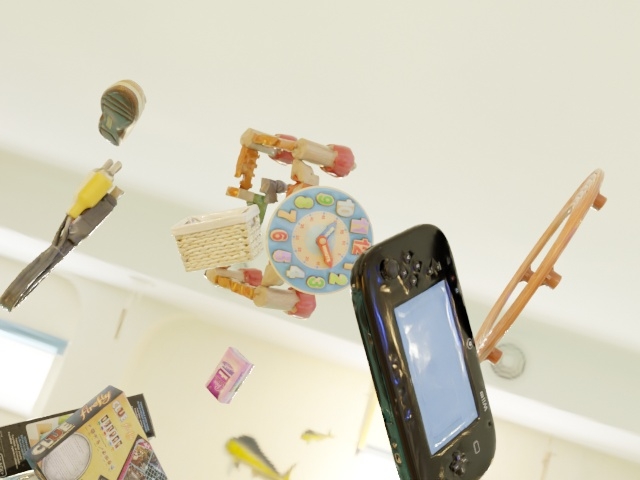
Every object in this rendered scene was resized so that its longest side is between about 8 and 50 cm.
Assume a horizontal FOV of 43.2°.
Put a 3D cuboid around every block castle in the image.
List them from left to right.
[{"bbox_3d":[-0.091,-0.048,2.064,0.213,0.453,0.303,13,2,-44],"label":"block castle"}]

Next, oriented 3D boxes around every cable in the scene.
[{"bbox_3d":[-0.413,-0.009,1.272,0.072,0.287,0.139,45,-25,-11],"label":"cable"}]

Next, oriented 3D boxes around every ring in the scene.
[{"bbox_3d":[0.297,0.049,1.113,0.032,0.336,0.336,33,-16,8],"label":"ring"}]

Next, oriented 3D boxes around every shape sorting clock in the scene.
[{"bbox_3d":[0.000,0.000,1.518,0.206,0.206,0.040,23,-3,-11],"label":"shape sorting clock"}]

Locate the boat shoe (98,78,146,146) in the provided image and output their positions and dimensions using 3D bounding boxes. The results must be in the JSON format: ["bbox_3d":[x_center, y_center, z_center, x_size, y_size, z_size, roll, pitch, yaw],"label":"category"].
[{"bbox_3d":[-0.313,-0.220,1.305,0.068,0.072,0.190,44,-27,-10],"label":"boat shoe"}]

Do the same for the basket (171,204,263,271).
[{"bbox_3d":[-0.209,-0.004,1.683,0.167,0.103,0.113,-9,11,11],"label":"basket"}]

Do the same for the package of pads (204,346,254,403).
[{"bbox_3d":[-0.151,0.223,1.334,0.050,0.083,0.032,38,8,35],"label":"package of pads"}]

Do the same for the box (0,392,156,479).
[{"bbox_3d":[-0.460,0.362,1.427,0.290,0.087,0.169,-7,-21,-37],"label":"box"}]

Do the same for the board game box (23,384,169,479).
[{"bbox_3d":[-0.334,0.371,1.261,0.042,0.165,0.243,12,-50,42],"label":"board game box"}]

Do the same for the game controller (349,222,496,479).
[{"bbox_3d":[0.125,0.144,0.931,0.166,0.319,0.067,-21,11,-35],"label":"game controller"}]
